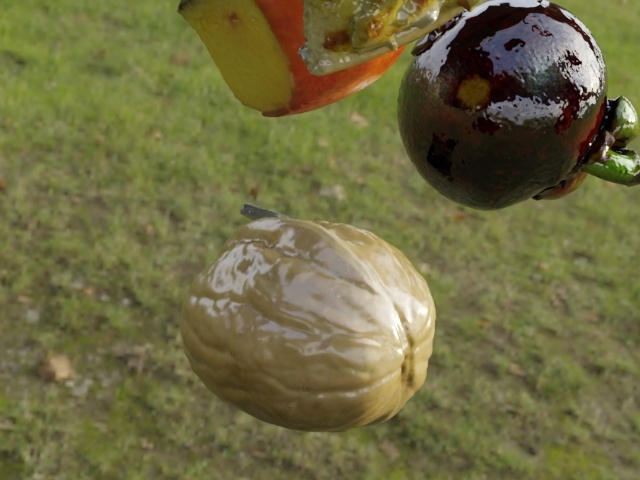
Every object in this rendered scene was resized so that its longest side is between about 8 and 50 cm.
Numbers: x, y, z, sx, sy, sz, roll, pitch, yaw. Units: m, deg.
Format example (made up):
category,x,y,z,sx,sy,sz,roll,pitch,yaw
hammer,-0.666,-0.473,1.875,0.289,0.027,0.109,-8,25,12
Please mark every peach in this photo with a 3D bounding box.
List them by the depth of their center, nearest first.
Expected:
category,x,y,z,sx,sy,sz,roll,pitch,yaw
peach,0.008,-0.293,1.486,0.242,0.306,0.380,52,45,-9

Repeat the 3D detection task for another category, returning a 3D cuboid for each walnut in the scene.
category,x,y,z,sx,sy,sz,roll,pitch,yaw
walnut,-0.014,0.081,1.264,0.225,0.225,0.261,-9,18,-44

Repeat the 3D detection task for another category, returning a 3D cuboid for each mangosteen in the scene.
category,x,y,z,sx,sy,sz,roll,pitch,yaw
mangosteen,0.275,-0.163,1.785,0.359,0.306,0.306,47,24,-1

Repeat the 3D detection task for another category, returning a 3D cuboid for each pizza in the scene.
category,x,y,z,sx,sy,sz,roll,pitch,yaw
pizza,0.097,-0.271,1.155,0.223,0.323,0.089,46,14,-53

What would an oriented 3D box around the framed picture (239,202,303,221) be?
category,x,y,z,sx,sy,sz,roll,pitch,yaw
framed picture,0.000,0.000,1.753,0.150,0.015,0.203,16,-7,29
